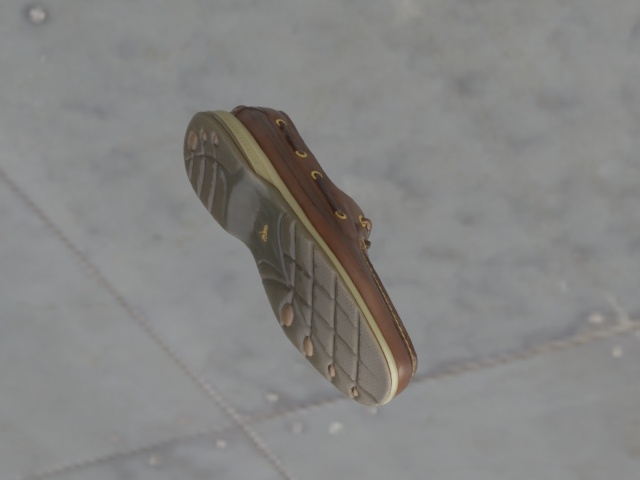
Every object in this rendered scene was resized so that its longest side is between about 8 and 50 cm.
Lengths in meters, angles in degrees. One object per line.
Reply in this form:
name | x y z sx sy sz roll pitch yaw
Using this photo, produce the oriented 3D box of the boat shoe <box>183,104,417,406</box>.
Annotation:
boat shoe | 0.000 0.000 0.784 0.060 0.178 0.064 -19 154 -33
